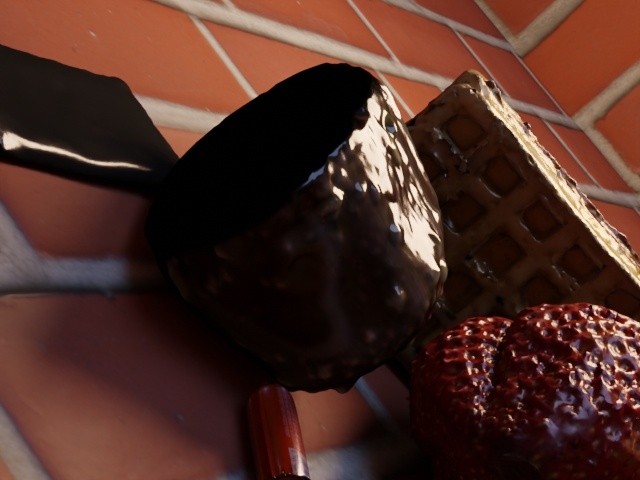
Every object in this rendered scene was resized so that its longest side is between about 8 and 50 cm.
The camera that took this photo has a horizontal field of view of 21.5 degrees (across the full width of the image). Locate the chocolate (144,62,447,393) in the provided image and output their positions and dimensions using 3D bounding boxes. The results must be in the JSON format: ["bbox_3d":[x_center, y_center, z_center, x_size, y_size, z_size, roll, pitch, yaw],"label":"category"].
[{"bbox_3d":[0.000,0.000,1.451,0.210,0.225,0.340,56,16,-18],"label":"chocolate"}]

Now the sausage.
[{"bbox_3d":[-0.037,0.155,1.310,0.145,0.050,0.048,-105,175,-57],"label":"sausage"}]

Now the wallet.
[{"bbox_3d":[-0.222,-0.110,1.460,0.285,0.030,0.146,12,43,-60],"label":"wallet"}]

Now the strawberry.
[{"bbox_3d":[0.205,0.178,1.500,0.288,0.250,0.239,-26,101,-76],"label":"strawberry"}]

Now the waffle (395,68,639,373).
[{"bbox_3d":[0.182,0.041,1.692,0.376,0.261,0.114,47,12,-3],"label":"waffle"}]
